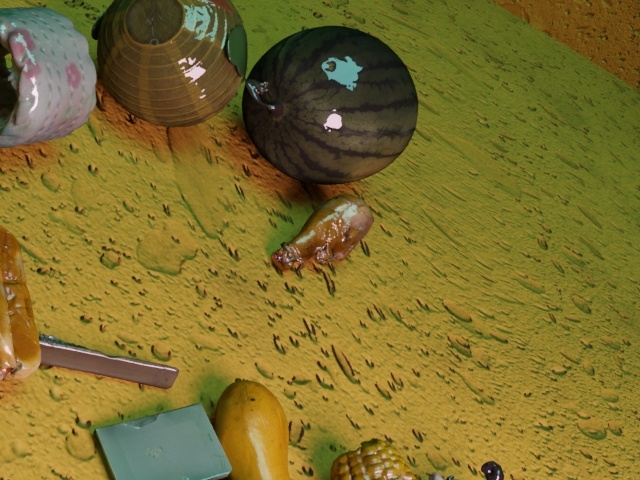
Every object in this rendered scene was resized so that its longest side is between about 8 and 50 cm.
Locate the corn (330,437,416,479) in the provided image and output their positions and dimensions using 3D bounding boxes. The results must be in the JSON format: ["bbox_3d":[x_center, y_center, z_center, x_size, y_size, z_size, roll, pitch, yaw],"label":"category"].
[{"bbox_3d":[0.126,0.397,1.177,0.120,0.120,0.363,4,44,-44],"label":"corn"}]

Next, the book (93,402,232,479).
[{"bbox_3d":[-0.177,0.244,1.126,0.135,0.017,0.103,-9,54,-35],"label":"book"}]

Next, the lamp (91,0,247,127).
[{"bbox_3d":[-0.231,-0.295,1.616,0.250,0.250,0.284,51,-6,19],"label":"lamp"}]

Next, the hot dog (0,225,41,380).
[{"bbox_3d":[-0.380,0.060,1.124,0.102,0.076,0.249,42,17,-51],"label":"hot dog"}]

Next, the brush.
[{"bbox_3d":[-0.261,0.144,1.183,0.190,0.034,0.027,17,21,-30],"label":"brush"}]

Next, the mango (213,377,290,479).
[{"bbox_3d":[-0.080,0.249,1.196,0.098,0.075,0.190,6,49,-28],"label":"mango"}]

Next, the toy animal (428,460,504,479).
[{"bbox_3d":[0.219,0.376,1.294,0.225,0.094,0.121,53,23,-21],"label":"toy animal"}]

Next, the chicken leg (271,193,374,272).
[{"bbox_3d":[0.000,-0.003,1.609,0.085,0.101,0.207,44,51,16],"label":"chicken leg"}]

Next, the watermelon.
[{"bbox_3d":[0.013,-0.234,1.732,0.279,0.279,0.359,51,31,20],"label":"watermelon"}]

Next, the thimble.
[{"bbox_3d":[-0.426,-0.227,1.362,0.211,0.185,0.149,13,18,26],"label":"thimble"}]
